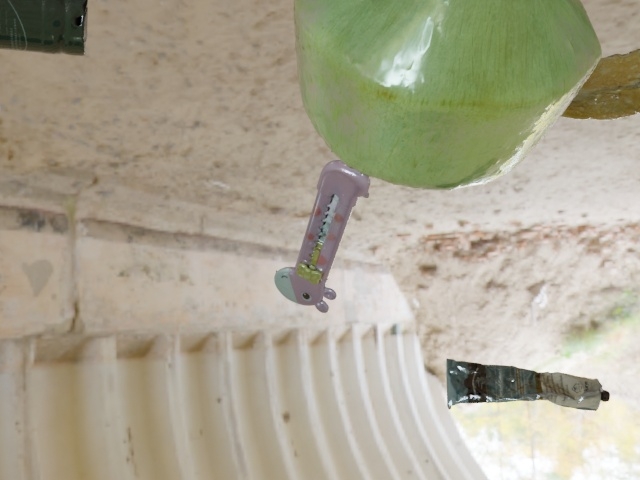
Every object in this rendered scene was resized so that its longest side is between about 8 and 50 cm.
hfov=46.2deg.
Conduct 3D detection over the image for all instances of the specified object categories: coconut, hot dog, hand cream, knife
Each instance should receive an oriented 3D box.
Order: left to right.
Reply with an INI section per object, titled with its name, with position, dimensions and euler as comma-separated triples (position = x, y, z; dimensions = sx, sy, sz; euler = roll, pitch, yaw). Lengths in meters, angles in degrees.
[knife]
position = 0.000, 0.000, 1.370
dimensions = 0.132, 0.038, 0.399
euler = 26, 136, 6
[coconut]
position = 0.120, -0.205, 0.770
dimensions = 0.281, 0.328, 0.328
euler = -47, -170, -22
[hand cream]
position = 0.320, 0.233, 1.170
dimensions = 0.247, 0.075, 0.052
euler = 1, 132, 9
[hot dog]
position = 0.440, -0.220, 1.069
dimensions = 0.242, 0.084, 0.073
euler = -6, 135, 44

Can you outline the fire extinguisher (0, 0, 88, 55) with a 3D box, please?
[fire extinguisher]
position = -0.415, -0.267, 0.818
dimensions = 0.311, 0.095, 0.114
euler = 0, 158, -18
